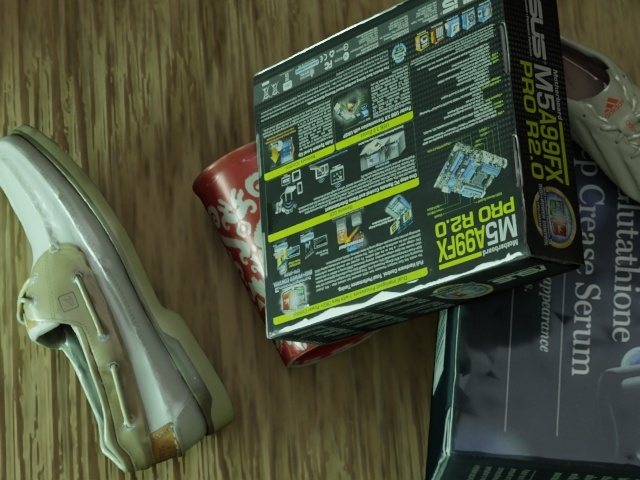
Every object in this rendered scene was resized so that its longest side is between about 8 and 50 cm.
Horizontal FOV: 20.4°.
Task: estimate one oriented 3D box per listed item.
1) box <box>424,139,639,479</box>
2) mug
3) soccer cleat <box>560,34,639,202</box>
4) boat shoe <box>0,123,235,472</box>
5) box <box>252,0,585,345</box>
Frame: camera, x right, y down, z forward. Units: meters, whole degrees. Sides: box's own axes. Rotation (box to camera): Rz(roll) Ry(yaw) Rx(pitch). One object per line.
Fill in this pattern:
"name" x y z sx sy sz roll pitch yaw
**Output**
"box" 0.289 0.063 1.370 0.396 0.212 0.293 5 72 0
"mug" -0.007 0.001 1.432 0.150 0.113 0.169 -30 76 28
"soccer cleat" 0.216 -0.082 1.266 0.196 0.076 0.068 36 75 10
"boat shoe" -0.192 0.044 1.424 0.103 0.113 0.302 -32 76 -16
"box" 0.061 -0.056 1.284 0.060 0.270 0.216 9 69 -41
